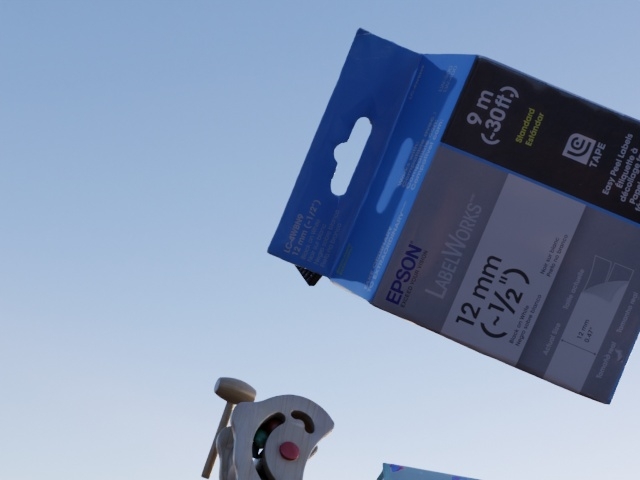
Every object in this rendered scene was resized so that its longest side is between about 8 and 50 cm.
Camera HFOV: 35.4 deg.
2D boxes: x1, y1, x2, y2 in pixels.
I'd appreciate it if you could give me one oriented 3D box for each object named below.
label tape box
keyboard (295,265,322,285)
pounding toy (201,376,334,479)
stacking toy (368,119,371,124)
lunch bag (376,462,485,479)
[{"bbox_3d":[0.149,-0.031,0.943,0.348,0.249,0.115,23,2,1],"label":"label tape box"},{"bbox_3d":[0.000,0.000,2.042,0.023,0.108,0.180,-1,-40,-45],"label":"keyboard"},{"bbox_3d":[-0.074,0.320,1.425,0.154,0.269,0.154,12,-46,-20],"label":"pounding toy"},{"bbox_3d":[0.174,-0.229,1.871,0.221,0.167,0.052,22,-63,-22],"label":"stacking toy"},{"bbox_3d":[0.185,0.496,1.558,0.224,0.262,0.160,13,-54,-9],"label":"lunch bag"}]
